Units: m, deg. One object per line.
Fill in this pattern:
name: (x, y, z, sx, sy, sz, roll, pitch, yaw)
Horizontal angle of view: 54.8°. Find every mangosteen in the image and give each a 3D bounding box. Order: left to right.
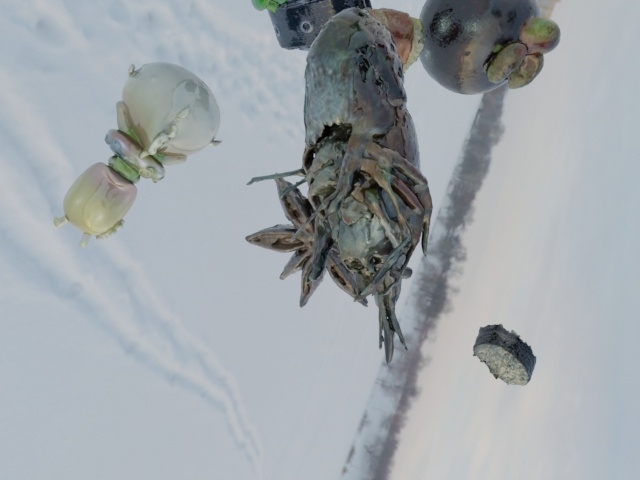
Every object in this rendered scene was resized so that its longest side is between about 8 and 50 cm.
mangosteen: (0.351, -0.443, 1.332, 0.288, 0.288, 0.288, 20, 90, -80)

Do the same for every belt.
belt: (-0.001, -0.458, 1.307, 0.122, 0.218, 0.128, -56, 138, -45)

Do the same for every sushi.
sushi: (0.410, 0.252, 1.368, 0.090, 0.150, 0.078, -40, -168, 44)

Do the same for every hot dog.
hot dog: (0.096, -0.377, 1.161, 0.146, 0.213, 0.103, -41, -128, 55)

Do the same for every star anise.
star anise: (0.000, 0.000, 0.793, 0.065, 0.195, 0.182, -63, 154, -76)

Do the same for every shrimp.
shrimp: (0.026, -0.043, 0.646, 0.137, 0.172, 0.371, -10, 104, -52)

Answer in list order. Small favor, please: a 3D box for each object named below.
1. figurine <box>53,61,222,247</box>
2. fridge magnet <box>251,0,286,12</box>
figurine: (-0.350, -0.160, 1.168, 0.394, 0.227, 0.274, -51, -158, -8)
fridge magnet: (-0.076, -0.525, 1.141, 0.208, 0.088, 0.208, -165, -90, -70)
